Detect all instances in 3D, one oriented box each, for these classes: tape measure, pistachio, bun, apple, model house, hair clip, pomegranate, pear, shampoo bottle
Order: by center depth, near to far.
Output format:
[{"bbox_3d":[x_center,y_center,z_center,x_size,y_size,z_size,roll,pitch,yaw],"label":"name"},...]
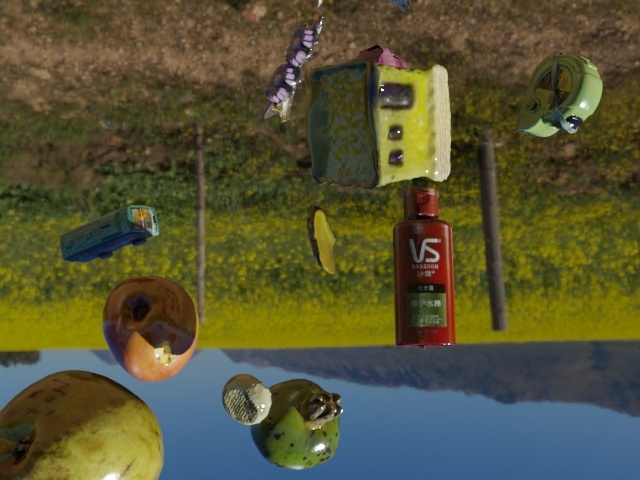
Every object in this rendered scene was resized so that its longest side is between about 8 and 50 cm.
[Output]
[{"bbox_3d":[-0.113,0.249,1.087,0.086,0.086,0.055,-6,-163,36],"label":"bun"},{"bbox_3d":[0.113,-0.189,1.104,0.234,0.193,0.175,-12,-168,-41],"label":"model house"},{"bbox_3d":[-0.446,0.380,1.209,0.304,0.303,0.304,-1,172,0],"label":"pear"},{"bbox_3d":[0.202,0.054,1.338,0.118,0.314,0.076,-1,169,9],"label":"shampoo bottle"},{"bbox_3d":[-0.037,0.376,1.424,0.202,0.202,0.248,5,151,-35],"label":"pomegranate"},{"bbox_3d":[0.545,-0.330,1.538,0.106,0.200,0.175,14,-175,-35],"label":"tape measure"},{"bbox_3d":[-0.412,0.208,1.639,0.242,0.242,0.241,-1,148,2],"label":"apple"},{"bbox_3d":[0.000,0.000,1.673,0.049,0.172,0.089,-14,175,36],"label":"pistachio"},{"bbox_3d":[-0.065,-0.421,1.676,0.085,0.292,0.106,16,-158,-29],"label":"hair clip"}]

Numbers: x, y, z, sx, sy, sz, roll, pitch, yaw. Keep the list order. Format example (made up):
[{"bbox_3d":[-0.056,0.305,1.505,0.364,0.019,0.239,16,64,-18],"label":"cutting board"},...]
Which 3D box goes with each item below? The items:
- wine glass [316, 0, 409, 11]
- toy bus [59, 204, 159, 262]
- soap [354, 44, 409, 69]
[{"bbox_3d":[0.103,-0.650,1.708,0.232,0.156,0.156,-2,172,-3],"label":"wine glass"},{"bbox_3d":[-0.527,-0.014,1.697,0.262,0.091,0.109,-21,167,26],"label":"toy bus"},{"bbox_3d":[0.167,-0.366,1.792,0.112,0.289,0.182,-3,-161,43],"label":"soap"}]
